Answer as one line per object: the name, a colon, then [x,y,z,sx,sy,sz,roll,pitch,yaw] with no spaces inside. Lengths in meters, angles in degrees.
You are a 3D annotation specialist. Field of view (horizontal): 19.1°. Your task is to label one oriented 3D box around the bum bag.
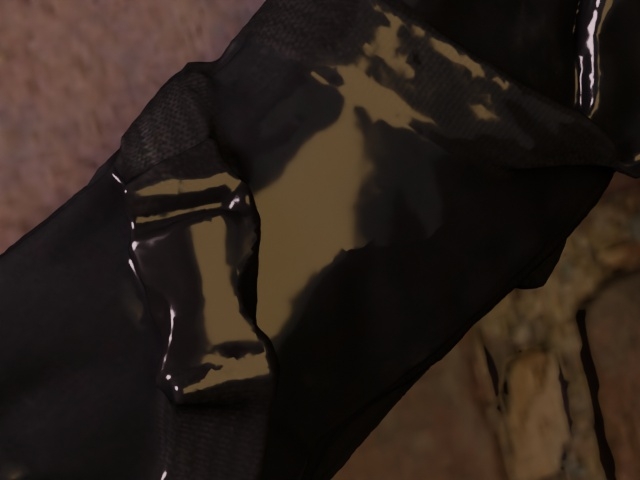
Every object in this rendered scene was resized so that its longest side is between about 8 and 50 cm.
bum bag: [0.000,0.000,0.506,0.123,0.060,0.248,47,70,-16]
